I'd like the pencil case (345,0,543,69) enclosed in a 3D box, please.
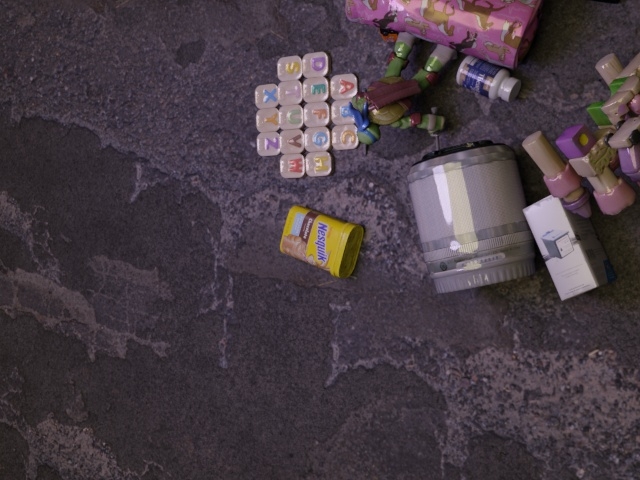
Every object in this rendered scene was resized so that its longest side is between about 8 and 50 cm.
[{"bbox_3d":[0.239,-0.462,1.766,0.386,0.167,0.160,19,83,12],"label":"pencil case"}]

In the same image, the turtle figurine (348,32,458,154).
[{"bbox_3d":[0.175,-0.296,1.895,0.197,0.274,0.266,26,84,52],"label":"turtle figurine"}]

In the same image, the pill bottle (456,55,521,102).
[{"bbox_3d":[0.343,-0.325,1.813,0.120,0.067,0.067,30,107,26],"label":"pill bottle"}]

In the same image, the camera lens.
[{"bbox_3d":[0.299,-0.048,1.767,0.219,0.219,0.274,-14,86,30],"label":"camera lens"}]

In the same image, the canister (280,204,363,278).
[{"bbox_3d":[0.000,0.000,2.032,0.169,0.073,0.126,21,103,29],"label":"canister"}]

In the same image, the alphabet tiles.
[{"bbox_3d":[-0.036,-0.287,2.065,0.277,0.021,0.284,0,93,30],"label":"alphabet tiles"}]

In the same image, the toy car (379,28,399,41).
[{"bbox_3d":[0.140,-0.478,1.952,0.040,0.060,0.122,95,154,-57],"label":"toy car"}]

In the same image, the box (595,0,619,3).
[{"bbox_3d":[0.468,-0.507,1.682,0.180,0.147,0.078,17,101,28],"label":"box"}]

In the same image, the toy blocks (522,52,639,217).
[{"bbox_3d":[0.572,-0.156,1.538,0.288,0.309,0.260,-45,106,-14],"label":"toy blocks"}]

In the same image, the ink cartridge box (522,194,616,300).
[{"bbox_3d":[0.479,0.008,1.712,0.082,0.139,0.191,-29,78,30],"label":"ink cartridge box"}]
